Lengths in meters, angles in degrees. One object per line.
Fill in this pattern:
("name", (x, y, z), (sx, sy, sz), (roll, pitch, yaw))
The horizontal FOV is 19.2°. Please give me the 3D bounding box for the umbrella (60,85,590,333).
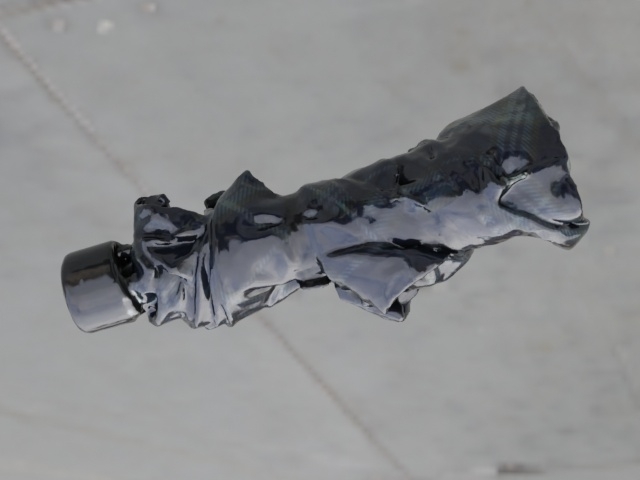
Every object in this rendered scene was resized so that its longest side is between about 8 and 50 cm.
("umbrella", (0.001, 0.003, 0.810), (0.224, 0.080, 0.071), (-14, 125, 1))
